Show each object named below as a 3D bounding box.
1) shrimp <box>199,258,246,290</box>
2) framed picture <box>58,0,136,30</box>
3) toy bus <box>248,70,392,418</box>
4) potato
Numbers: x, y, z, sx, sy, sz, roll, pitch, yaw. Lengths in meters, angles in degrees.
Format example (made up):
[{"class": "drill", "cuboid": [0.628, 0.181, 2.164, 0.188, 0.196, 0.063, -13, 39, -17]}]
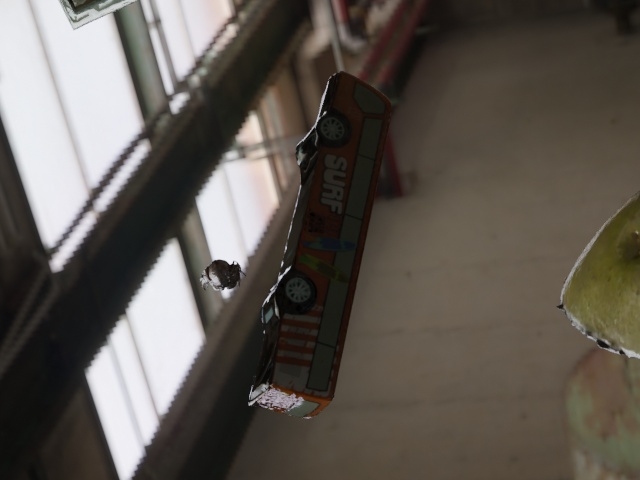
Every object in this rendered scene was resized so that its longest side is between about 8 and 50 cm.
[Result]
[{"class": "shrimp", "cuboid": [-0.089, 0.032, 1.463, 0.038, 0.029, 0.092, -10, 178, -14]}, {"class": "framed picture", "cuboid": [-0.149, -0.235, 0.988, 0.142, 0.183, 0.011, -15, -165, 41]}, {"class": "toy bus", "cuboid": [0.000, 0.000, 1.804, 0.092, 0.093, 0.409, 18, -116, -11]}, {"class": "potato", "cuboid": [0.277, 0.011, 1.165, 0.182, 0.117, 0.202, -15, -154, -25]}]
